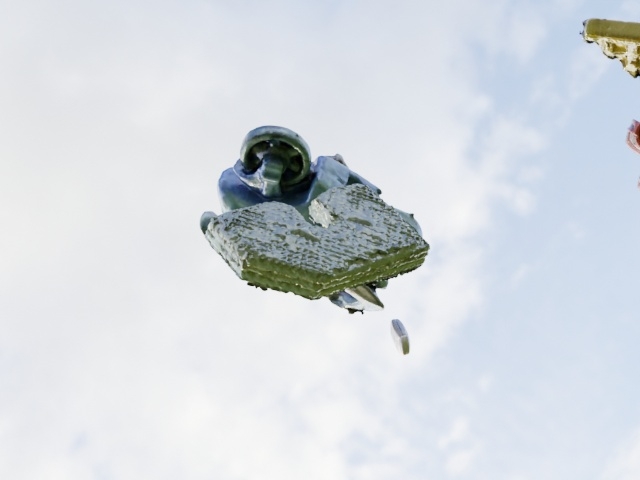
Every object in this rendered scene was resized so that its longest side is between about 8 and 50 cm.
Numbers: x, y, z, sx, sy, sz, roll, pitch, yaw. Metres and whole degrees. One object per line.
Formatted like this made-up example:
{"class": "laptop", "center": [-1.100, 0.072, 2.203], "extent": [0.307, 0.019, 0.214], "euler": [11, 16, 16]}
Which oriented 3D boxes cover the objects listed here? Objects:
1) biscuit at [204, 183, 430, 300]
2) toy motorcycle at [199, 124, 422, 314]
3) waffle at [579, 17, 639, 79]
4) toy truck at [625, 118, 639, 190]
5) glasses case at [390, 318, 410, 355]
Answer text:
{"class": "biscuit", "center": [0.000, 0.000, 1.323], "extent": [0.250, 0.147, 0.046], "euler": [-14, -41, -37]}
{"class": "toy motorcycle", "center": [-0.024, -0.011, 1.551], "extent": [0.319, 0.182, 0.241], "euler": [35, -75, -24]}
{"class": "waffle", "center": [0.292, -0.160, 1.018], "extent": [0.153, 0.097, 0.023], "euler": [43, -122, -68]}
{"class": "toy truck", "center": [0.593, -0.101, 1.771], "extent": [0.114, 0.253, 0.107], "euler": [-63, -10, 14]}
{"class": "glasses case", "center": [0.111, 0.134, 1.543], "extent": [0.021, 0.083, 0.032], "euler": [-7, -73, -5]}
